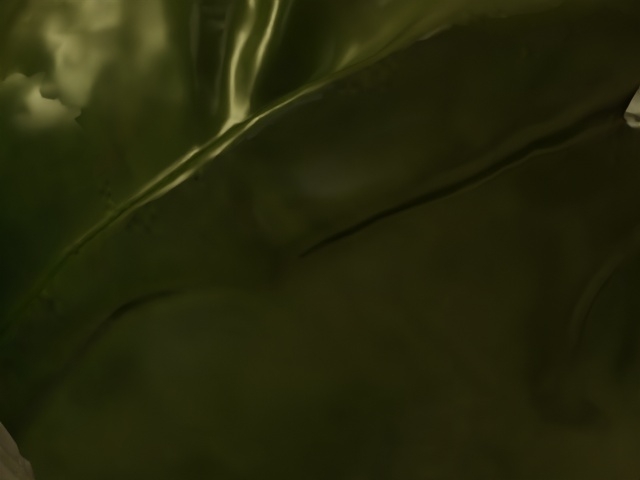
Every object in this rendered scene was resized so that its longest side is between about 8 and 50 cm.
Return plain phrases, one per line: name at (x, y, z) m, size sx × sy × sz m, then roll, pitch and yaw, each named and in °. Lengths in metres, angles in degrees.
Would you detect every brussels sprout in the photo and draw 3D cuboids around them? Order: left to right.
brussels sprout at (-0.013, 0.004, 0.799) m, size 0.361 × 0.425 × 0.342 m, roll -12°, pitch 6°, yaw -22°

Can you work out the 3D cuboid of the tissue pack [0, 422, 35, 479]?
tissue pack at (-0.300, 0.069, 0.495) m, size 0.356 × 0.194 × 0.266 m, roll -16°, pitch -58°, yaw 38°
